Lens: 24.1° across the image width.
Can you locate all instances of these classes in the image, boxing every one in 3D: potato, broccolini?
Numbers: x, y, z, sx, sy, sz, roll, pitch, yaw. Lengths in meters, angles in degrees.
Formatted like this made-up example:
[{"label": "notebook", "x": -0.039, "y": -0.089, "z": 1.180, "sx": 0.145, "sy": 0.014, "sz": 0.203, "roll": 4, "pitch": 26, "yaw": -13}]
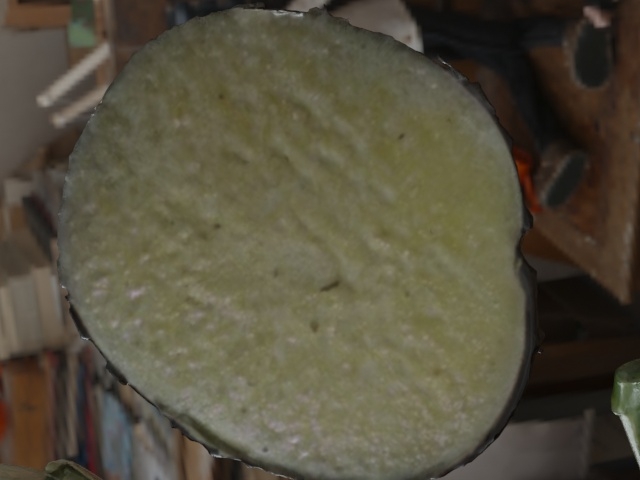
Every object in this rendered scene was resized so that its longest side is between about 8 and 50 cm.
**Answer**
[{"label": "potato", "x": 0.000, "y": 0.000, "z": 0.636, "sx": 0.117, "sy": 0.202, "sz": 0.182, "roll": -29, "pitch": -38, "yaw": -81}, {"label": "broccolini", "x": 0.135, "y": 0.096, "z": 0.567, "sx": 0.052, "sy": 0.054, "sz": 0.194, "roll": 64, "pitch": 179, "yaw": 29}]

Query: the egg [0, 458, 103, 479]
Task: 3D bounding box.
[{"label": "egg", "x": -0.153, "y": 0.210, "z": 0.676, "sx": 0.201, "sy": 0.201, "sz": 0.244, "roll": -126, "pitch": 26, "yaw": -50}]
